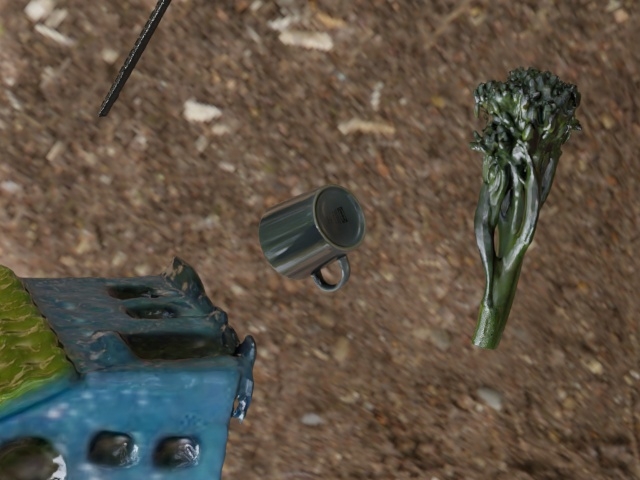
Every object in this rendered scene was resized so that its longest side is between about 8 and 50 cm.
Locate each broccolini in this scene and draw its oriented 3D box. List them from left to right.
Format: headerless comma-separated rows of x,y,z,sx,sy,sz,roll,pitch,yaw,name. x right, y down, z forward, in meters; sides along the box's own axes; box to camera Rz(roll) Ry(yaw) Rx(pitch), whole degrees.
0.145,-0.021,1.046,0.068,0.091,0.203,7,100,41,broccolini

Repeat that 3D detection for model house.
-0.236,0.144,1.224,0.237,0.303,0.216,-138,54,-57,model house

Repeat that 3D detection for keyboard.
-0.133,-0.192,1.230,0.010,0.064,0.198,29,108,-9,keyboard

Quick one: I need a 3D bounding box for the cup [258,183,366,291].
0.000,0.000,1.411,0.077,0.078,0.100,-25,98,45,cup
